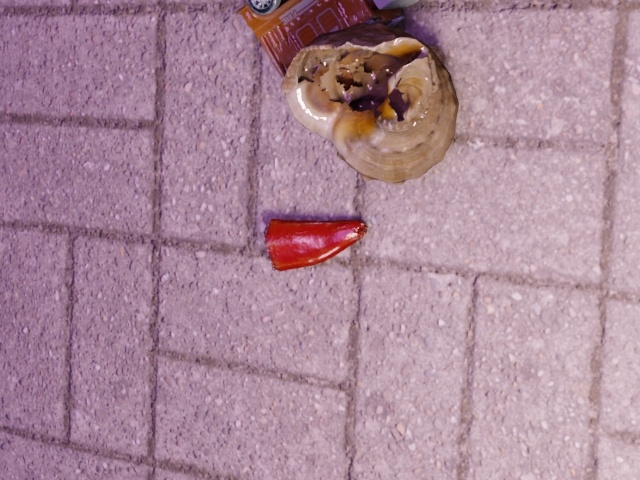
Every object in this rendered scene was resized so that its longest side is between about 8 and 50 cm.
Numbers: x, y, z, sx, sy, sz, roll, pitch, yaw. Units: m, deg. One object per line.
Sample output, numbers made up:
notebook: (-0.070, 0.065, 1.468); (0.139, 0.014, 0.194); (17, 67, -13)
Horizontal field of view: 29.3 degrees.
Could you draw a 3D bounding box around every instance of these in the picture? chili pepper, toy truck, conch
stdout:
chili pepper: (0.000, -0.004, 1.943); (0.169, 0.065, 0.088); (-11, 105, 26)
toy truck: (0.039, -0.372, 1.840); (0.305, 0.136, 0.162); (-30, 86, 32)
conch: (0.082, -0.223, 1.758); (0.263, 0.186, 0.324); (19, 147, -3)
